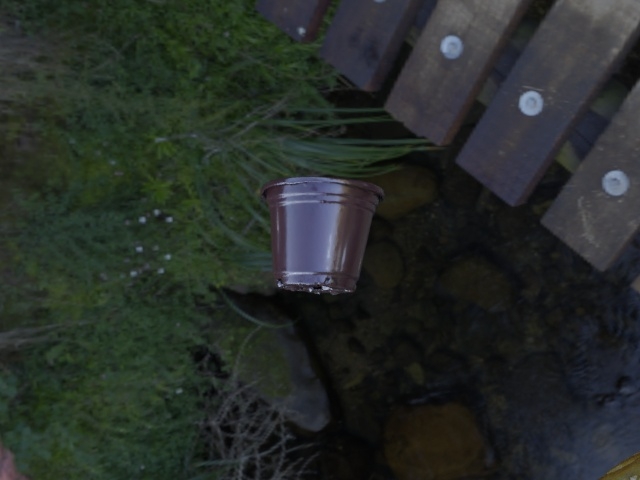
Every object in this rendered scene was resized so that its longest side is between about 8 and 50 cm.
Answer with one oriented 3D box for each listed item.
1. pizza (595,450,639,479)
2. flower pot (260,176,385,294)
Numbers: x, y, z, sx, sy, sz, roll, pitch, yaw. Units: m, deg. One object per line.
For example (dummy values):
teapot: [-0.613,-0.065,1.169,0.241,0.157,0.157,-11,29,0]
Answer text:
pizza: [0.316,0.211,0.752,0.154,0.194,0.069,-35,69,9]
flower pot: [0.000,0.000,0.726,0.111,0.111,0.089,-6,78,42]
